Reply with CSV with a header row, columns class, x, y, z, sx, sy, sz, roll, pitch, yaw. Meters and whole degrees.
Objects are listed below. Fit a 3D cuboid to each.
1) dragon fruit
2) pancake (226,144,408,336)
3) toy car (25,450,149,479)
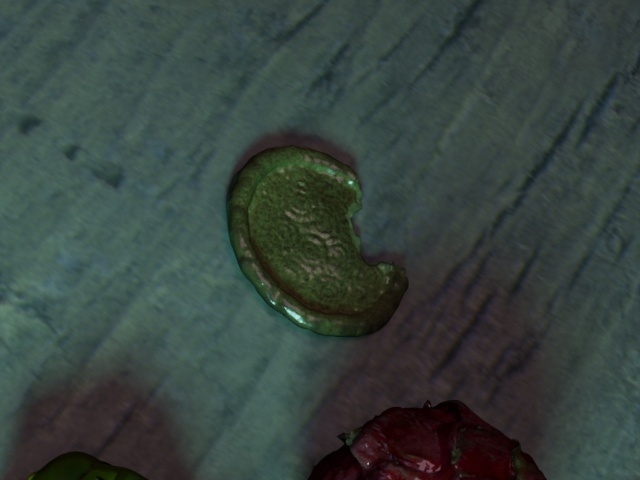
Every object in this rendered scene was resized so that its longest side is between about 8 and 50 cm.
class,x,y,z,sx,sy,sz,roll,pitch,yaw
dragon fruit,0.138,0.351,1.893,0.329,0.329,0.329,14,56,-22
pancake,0.000,0.000,2.200,0.286,0.033,0.288,24,53,-14
toy car,-0.224,0.332,1.766,0.248,0.198,0.204,33,52,-7
